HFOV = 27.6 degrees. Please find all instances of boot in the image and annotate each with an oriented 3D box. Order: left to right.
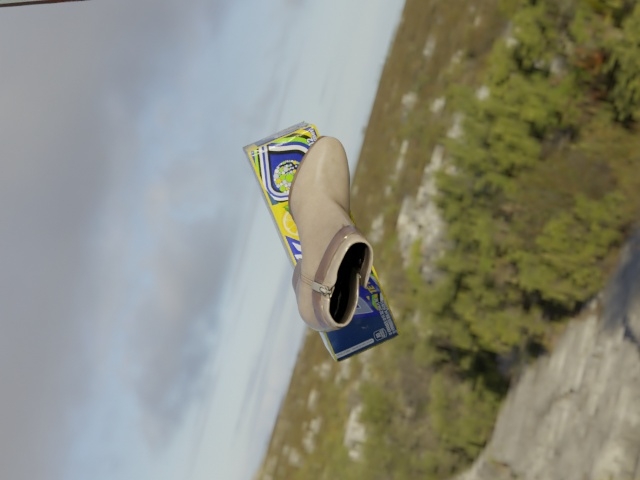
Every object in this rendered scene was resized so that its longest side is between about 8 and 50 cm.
[{"bbox_3d":[0.010,-0.003,0.803,0.087,0.042,0.118,-155,71,-69],"label":"boot"}]

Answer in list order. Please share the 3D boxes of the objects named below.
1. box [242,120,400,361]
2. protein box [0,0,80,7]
[{"bbox_3d":[0.000,0.000,0.959,0.059,0.054,0.169,-135,22,-79],"label":"box"},{"bbox_3d":[-0.173,-0.257,0.652,0.201,0.136,0.199,94,169,-60],"label":"protein box"}]
